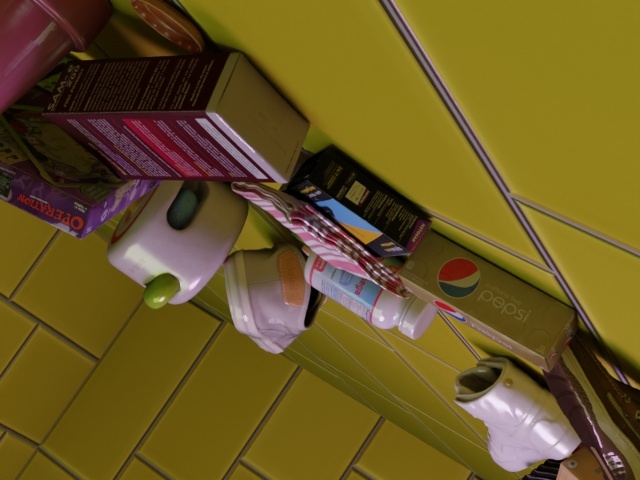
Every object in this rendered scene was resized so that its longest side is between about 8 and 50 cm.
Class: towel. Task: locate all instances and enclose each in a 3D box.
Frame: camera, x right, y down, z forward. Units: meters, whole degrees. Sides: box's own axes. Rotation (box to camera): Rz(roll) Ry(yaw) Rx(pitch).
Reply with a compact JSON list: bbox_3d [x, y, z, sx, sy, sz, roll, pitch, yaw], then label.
[{"bbox_3d":[0.000,0.000,1.506,0.197,0.029,0.144,38,173,-35],"label":"towel"}]

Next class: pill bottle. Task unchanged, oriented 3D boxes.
[{"bbox_3d":[0.066,0.054,1.658,0.160,0.087,0.087,30,170,20],"label":"pill bottle"}]

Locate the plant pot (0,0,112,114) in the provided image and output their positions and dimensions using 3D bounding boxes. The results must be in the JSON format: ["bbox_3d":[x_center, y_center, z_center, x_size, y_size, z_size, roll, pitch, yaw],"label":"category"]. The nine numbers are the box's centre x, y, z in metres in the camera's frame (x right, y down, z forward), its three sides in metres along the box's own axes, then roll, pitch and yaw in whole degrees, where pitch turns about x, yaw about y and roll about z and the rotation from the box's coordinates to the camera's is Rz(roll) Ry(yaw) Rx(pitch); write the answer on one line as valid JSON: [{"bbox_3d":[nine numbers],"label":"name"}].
[{"bbox_3d":[-0.346,-0.224,1.385,0.201,0.180,0.201,33,172,5],"label":"plant pot"}]

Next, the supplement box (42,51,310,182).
[{"bbox_3d":[-0.146,-0.120,1.344,0.239,0.073,0.130,3,153,37],"label":"supplement box"}]

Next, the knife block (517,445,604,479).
[{"bbox_3d":[0.386,0.394,1.841,0.276,0.088,0.242,42,148,33],"label":"knife block"}]

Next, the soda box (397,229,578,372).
[{"bbox_3d":[0.174,0.062,1.397,0.181,0.061,0.058,30,169,24],"label":"soda box"}]

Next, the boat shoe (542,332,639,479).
[{"bbox_3d":[0.327,0.191,1.449,0.257,0.095,0.095,60,171,-12],"label":"boat shoe"}]

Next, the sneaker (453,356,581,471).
[{"bbox_3d":[0.259,0.235,1.902,0.169,0.108,0.292,36,161,0],"label":"sneaker"}]

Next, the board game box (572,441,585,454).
[{"bbox_3d":[0.440,0.362,1.867,0.193,0.045,0.146,22,134,51],"label":"board game box"}]

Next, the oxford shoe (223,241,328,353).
[{"bbox_3d":[-0.049,0.080,2.049,0.449,0.130,0.169,44,-147,-83],"label":"oxford shoe"}]

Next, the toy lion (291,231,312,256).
[{"bbox_3d":[-0.010,0.010,1.894,0.096,0.034,0.100,36,174,44],"label":"toy lion"}]

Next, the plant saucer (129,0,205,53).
[{"bbox_3d":[-0.143,-0.207,1.275,0.083,0.013,0.083,34,170,6],"label":"plant saucer"}]

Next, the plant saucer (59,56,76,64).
[{"bbox_3d":[-0.317,-0.215,1.825,0.119,0.021,0.119,34,172,6],"label":"plant saucer"}]

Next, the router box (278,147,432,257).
[{"bbox_3d":[0.032,-0.036,1.436,0.133,0.046,0.179,35,172,-8],"label":"router box"}]

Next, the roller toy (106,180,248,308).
[{"bbox_3d":[-0.209,-0.021,1.916,0.146,0.191,0.209,35,-165,-14],"label":"roller toy"}]

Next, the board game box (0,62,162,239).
[{"bbox_3d":[-0.286,-0.113,1.544,0.208,0.056,0.347,23,-158,8],"label":"board game box"}]
